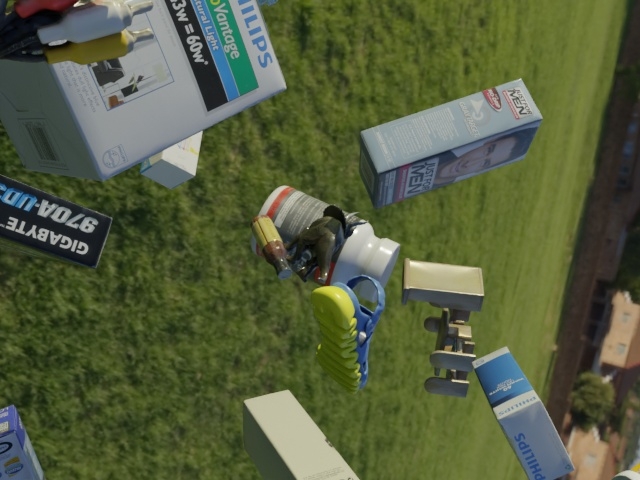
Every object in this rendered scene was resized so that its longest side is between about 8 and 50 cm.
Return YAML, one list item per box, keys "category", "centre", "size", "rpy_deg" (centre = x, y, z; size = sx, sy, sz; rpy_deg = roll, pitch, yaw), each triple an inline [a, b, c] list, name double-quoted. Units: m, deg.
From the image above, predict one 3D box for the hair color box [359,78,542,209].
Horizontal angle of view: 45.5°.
- category: "hair color box"
  centre: [0.278, -0.209, 1.685]
  size: [0.185, 0.374, 0.113]
  rpy_deg: [85, -16, -68]

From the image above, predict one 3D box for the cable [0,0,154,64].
- category: "cable"
  centre: [-0.299, -0.186, 0.715]
  size: [0.287, 0.072, 0.139]
  rpy_deg: [-34, 146, -14]

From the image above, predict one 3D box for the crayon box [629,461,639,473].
- category: "crayon box"
  centre: [0.698, 0.398, 1.219]
  size: [0.203, 0.323, 0.083]
  rpy_deg: [-18, 101, -38]

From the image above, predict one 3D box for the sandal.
- category: "sandal"
  centre: [0.069, 0.186, 1.523]
  size: [0.138, 0.126, 0.317]
  rpy_deg: [-35, 146, -29]

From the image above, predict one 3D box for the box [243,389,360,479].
- category: "box"
  centre: [-0.038, 0.370, 1.266]
  size: [0.094, 0.275, 0.113]
  rpy_deg: [-10, 117, -24]

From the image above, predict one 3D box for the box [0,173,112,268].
- category: "box"
  centre: [-0.317, -0.036, 0.664]
  size: [0.220, 0.175, 0.051]
  rpy_deg: [24, 77, -35]

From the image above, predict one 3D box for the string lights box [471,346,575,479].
- category: "string lights box"
  centre: [0.336, 0.291, 1.298]
  size: [0.133, 0.077, 0.260]
  rpy_deg: [62, 6, -9]

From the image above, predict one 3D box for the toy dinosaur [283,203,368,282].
- category: "toy dinosaur"
  centre: [0.000, 0.000, 1.699]
  size: [0.160, 0.121, 0.313]
  rpy_deg: [-49, -178, 14]

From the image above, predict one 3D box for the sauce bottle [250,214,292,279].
- category: "sauce bottle"
  centre: [-0.083, 0.012, 1.297]
  size: [0.042, 0.128, 0.042]
  rpy_deg: [-16, 142, -13]

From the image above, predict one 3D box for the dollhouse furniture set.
- category: "dollhouse furniture set"
  centre: [0.243, 0.174, 1.627]
  size: [0.212, 0.161, 0.242]
  rpy_deg: [-79, 175, -56]

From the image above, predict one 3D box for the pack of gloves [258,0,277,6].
- category: "pack of gloves"
  centre: [-0.126, -0.551, 1.420]
  size: [0.232, 0.195, 0.046]
  rpy_deg: [-37, -151, 49]

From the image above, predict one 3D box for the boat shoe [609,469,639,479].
- category: "boat shoe"
  centre: [0.486, 0.421, 1.156]
  size: [0.076, 0.080, 0.228]
  rpy_deg: [-26, 122, -20]

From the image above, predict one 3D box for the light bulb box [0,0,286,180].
- category: "light bulb box"
  centre: [-0.318, -0.282, 1.258]
  size: [0.361, 0.358, 0.225]
  rpy_deg: [-33, 116, -30]

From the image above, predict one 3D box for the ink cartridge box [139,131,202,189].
- category: "ink cartridge box"
  centre: [-0.328, -0.205, 1.689]
  size: [0.090, 0.092, 0.143]
  rpy_deg: [27, 55, -37]

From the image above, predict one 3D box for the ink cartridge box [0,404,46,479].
- category: "ink cartridge box"
  centre: [-0.762, 0.554, 1.696]
  size: [0.270, 0.151, 0.395]
  rpy_deg: [-20, 110, -18]

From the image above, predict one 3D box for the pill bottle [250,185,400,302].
- category: "pill bottle"
  centre: [0.015, 0.013, 2.045]
  size: [0.210, 0.363, 0.210]
  rpy_deg: [-59, 166, -25]
